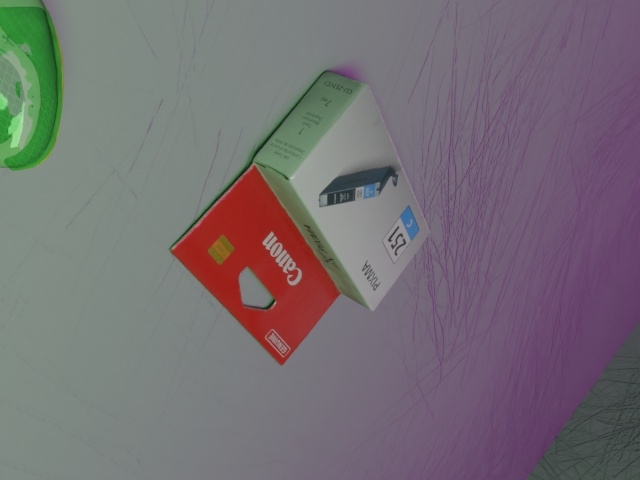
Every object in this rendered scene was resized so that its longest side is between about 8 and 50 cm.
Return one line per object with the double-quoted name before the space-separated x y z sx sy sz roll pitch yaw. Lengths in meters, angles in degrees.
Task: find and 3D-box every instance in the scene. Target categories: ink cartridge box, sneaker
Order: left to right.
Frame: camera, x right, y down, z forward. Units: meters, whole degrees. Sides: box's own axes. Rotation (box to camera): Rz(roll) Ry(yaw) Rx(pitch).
"sneaker" -0.216 -0.169 0.413 0.109 0.123 0.295 -8 120 -11
"ink cartridge box" 0.000 0.000 0.865 0.261 0.066 0.296 -52 143 -14
